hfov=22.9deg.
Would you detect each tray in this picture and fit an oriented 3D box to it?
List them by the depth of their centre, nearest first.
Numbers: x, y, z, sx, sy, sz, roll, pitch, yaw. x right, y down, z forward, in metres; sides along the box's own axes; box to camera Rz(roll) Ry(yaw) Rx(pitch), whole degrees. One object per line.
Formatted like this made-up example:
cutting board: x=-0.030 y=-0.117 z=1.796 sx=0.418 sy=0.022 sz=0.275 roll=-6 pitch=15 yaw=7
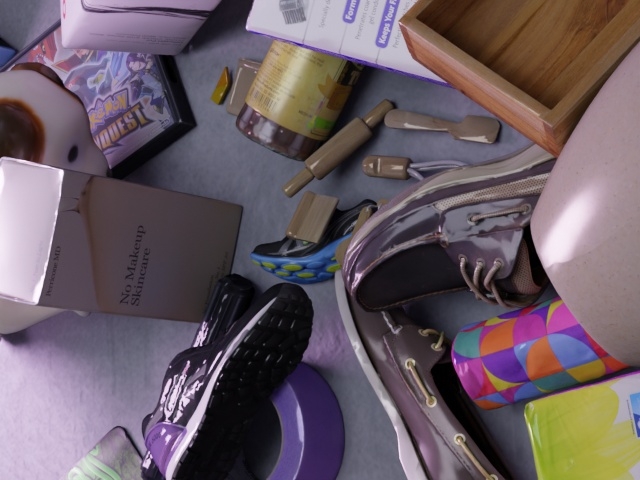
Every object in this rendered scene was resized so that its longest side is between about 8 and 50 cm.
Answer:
tray: x=0.291 y=-0.285 z=1.535 sx=0.411 sy=0.076 sz=0.203 roll=-46 pitch=60 yaw=-9

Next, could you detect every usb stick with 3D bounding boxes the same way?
usb stick: x=-0.150 y=0.169 z=1.930 sx=0.045 sy=0.077 sz=0.278 roll=24 pitch=101 yaw=7

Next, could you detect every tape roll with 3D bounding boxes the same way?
tape roll: x=-0.070 y=0.230 z=1.857 sx=0.189 sy=0.080 sz=0.189 roll=-5 pitch=82 yaw=36

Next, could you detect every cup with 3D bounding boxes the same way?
cup: x=0.330 y=-0.020 z=1.413 sx=0.237 sy=0.331 sz=0.331 roll=-35 pitch=64 yaw=22

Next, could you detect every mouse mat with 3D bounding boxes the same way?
mouse mat: x=-0.264 y=0.351 z=2.017 sx=0.152 sy=0.007 sz=0.189 roll=-44 pitch=60 yaw=12

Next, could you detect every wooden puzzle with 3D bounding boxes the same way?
wooden puzzle: x=-0.084 y=-0.186 z=1.963 sx=0.116 sy=0.014 sz=0.078 roll=28 pitch=105 yaw=36

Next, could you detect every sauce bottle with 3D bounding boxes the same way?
sauce bottle: x=0.020 y=-0.260 z=1.830 sx=0.111 sy=0.111 sz=0.344 roll=38 pitch=108 yaw=34

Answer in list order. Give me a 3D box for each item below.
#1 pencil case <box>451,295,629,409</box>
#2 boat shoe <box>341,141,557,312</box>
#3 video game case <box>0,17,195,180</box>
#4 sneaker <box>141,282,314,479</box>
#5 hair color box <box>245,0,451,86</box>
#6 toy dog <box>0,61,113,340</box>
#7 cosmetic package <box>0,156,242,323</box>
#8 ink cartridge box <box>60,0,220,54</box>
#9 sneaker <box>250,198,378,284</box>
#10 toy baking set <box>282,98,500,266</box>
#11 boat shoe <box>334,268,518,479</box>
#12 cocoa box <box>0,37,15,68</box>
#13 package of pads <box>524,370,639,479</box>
pencil case: x=0.253 y=0.101 z=1.621 sx=0.236 sy=0.104 sz=0.104 roll=-21 pitch=72 yaw=31
boat shoe: x=0.183 y=-0.005 z=1.615 sx=0.355 sy=0.132 sz=0.130 roll=-27 pitch=51 yaw=19
video game case: x=-0.307 y=-0.192 z=2.117 sx=0.275 sy=0.035 sz=0.248 roll=-33 pitch=66 yaw=30
sneaker: x=-0.122 y=0.146 z=1.795 sx=0.124 sy=0.107 sz=0.283 roll=46 pitch=112 yaw=38
hair color box: x=0.110 y=-0.267 z=1.695 sx=0.339 sy=0.110 sz=0.185 roll=17 pitch=95 yaw=12
toy dog: x=-0.438 y=-0.042 z=2.002 sx=0.395 sy=0.284 sz=0.408 roll=45 pitch=113 yaw=-5
cosmetic package: x=-0.243 y=0.006 z=1.871 sx=0.113 sy=0.309 sz=0.160 roll=12 pitch=92 yaw=37
ink cartridge box: x=-0.199 y=-0.413 z=1.864 sx=0.395 sy=0.166 sz=0.285 roll=147 pitch=122 yaw=-68
sneaker: x=0.000 y=0.000 z=1.853 sx=0.188 sy=0.067 sz=0.078 roll=-19 pitch=53 yaw=36
toy baking set: x=0.077 y=-0.070 z=1.788 sx=0.256 sy=0.030 sz=0.197 roll=-44 pitch=54 yaw=-1
boat shoe: x=0.113 y=0.155 z=1.711 sx=0.097 sy=0.116 sz=0.324 roll=-31 pitch=64 yaw=17
cocoa box: x=-0.648 y=-0.242 z=2.186 sx=0.228 sy=0.347 sz=0.231 roll=38 pitch=108 yaw=34
package of pads: x=0.330 y=0.274 z=1.534 sx=0.229 sy=0.101 sz=0.296 roll=-21 pitch=72 yaw=33
